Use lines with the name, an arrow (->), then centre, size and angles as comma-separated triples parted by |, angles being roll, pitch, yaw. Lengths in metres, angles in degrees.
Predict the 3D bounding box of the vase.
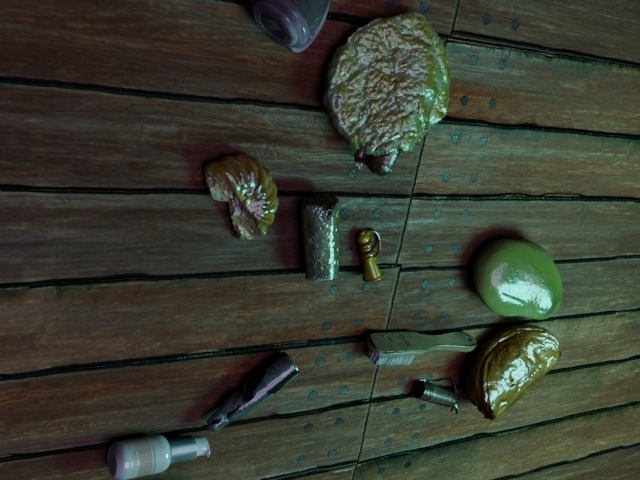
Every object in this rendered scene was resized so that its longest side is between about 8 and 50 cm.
vase -> -0.139, 0.309, 1.607 | 0.211, 0.060, 0.060 | -37, 127, -16

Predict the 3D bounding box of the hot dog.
hot dog -> 0.476, 0.318, 1.991 | 0.272, 0.122, 0.196 | -41, 130, -17

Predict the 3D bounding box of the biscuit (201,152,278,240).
biscuit -> -0.130, -0.084, 1.433 | 0.118, 0.061, 0.183 | -41, 127, -14

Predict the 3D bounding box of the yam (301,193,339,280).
yam -> 0.000, 0.000, 1.550 | 0.078, 0.078, 0.179 | -14, 119, -28

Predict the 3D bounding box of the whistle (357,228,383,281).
whistle -> 0.107, 0.027, 1.657 | 0.057, 0.046, 0.109 | -14, 114, -12

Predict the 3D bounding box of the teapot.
teapot -> -0.027, -0.391, 1.329 | 0.146, 0.116, 0.148 | -51, 126, -17

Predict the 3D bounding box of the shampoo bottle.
shampoo bottle -> -0.308, 0.406, 1.530 | 0.192, 0.074, 0.074 | -3, 113, -35

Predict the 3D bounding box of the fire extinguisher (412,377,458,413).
fire extinguisher -> 0.289, 0.368, 1.938 | 0.157, 0.045, 0.078 | 23, 75, -38

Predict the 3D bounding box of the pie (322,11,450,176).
pie -> 0.128, -0.283, 1.490 | 0.274, 0.105, 0.257 | -44, 119, -10

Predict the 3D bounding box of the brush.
brush -> 0.229, 0.248, 1.832 | 0.327, 0.070, 0.065 | 2, 128, -36

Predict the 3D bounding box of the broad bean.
broad bean -> 0.468, 0.093, 1.881 | 0.263, 0.121, 0.189 | 25, 92, -37
